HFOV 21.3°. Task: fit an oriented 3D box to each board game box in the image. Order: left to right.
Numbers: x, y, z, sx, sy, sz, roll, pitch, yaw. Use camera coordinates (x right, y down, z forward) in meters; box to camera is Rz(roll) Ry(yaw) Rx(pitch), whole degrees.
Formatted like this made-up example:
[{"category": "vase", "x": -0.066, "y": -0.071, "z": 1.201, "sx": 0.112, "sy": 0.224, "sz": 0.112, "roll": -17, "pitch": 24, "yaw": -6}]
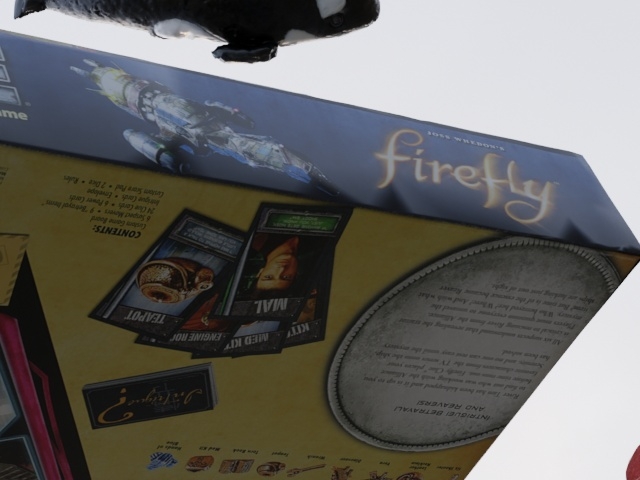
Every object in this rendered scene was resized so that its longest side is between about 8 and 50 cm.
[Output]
[{"category": "board game box", "x": -0.062, "y": 0.031, "z": 0.421, "sx": 0.243, "sy": 0.042, "sz": 0.165, "roll": 10, "pitch": -51, "yaw": -33}]

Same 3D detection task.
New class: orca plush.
[{"category": "orca plush", "x": -0.097, "y": -0.224, "z": 1.325, "sx": 0.151, "sy": 0.287, "sz": 0.102, "roll": -63, "pitch": -19, "yaw": -48}]

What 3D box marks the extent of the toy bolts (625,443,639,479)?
[{"category": "toy bolts", "x": 0.240, "y": 0.043, "z": 0.563, "sx": 0.158, "sy": 0.228, "sz": 0.218, "roll": 142, "pitch": 144, "yaw": -71}]
